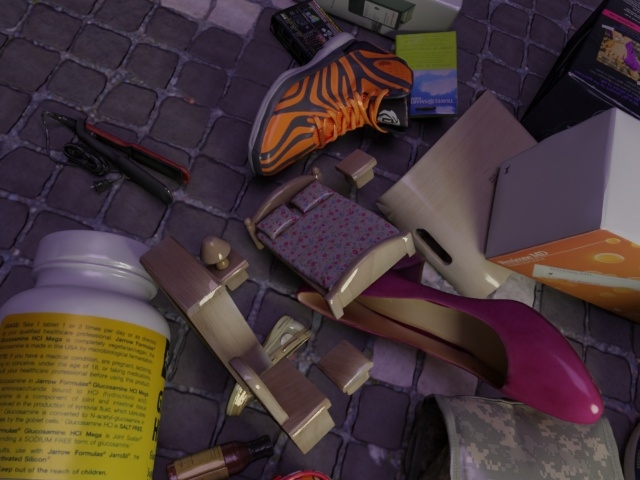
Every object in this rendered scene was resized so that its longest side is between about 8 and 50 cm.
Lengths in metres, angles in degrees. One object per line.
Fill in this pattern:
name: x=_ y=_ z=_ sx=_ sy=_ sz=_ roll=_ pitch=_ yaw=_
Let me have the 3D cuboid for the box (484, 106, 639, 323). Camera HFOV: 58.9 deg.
box: x=0.447 y=-0.010 z=0.803 sx=0.345 sy=0.215 sz=0.168 roll=21 pitch=71 yaw=-17

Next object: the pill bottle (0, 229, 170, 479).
pill bottle: x=-0.266 y=0.168 z=0.614 sx=0.187 sy=0.188 sz=0.334 roll=7 pitch=66 yaw=-11

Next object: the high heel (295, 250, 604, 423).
high heel: x=0.139 y=0.128 z=0.703 sx=0.181 sy=0.127 sz=0.377 roll=-24 pitch=36 yaw=-29

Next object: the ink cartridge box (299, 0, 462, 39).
ink cartridge box: x=0.121 y=-0.500 z=1.037 sx=0.289 sy=0.121 sz=0.211 roll=20 pitch=64 yaw=-5

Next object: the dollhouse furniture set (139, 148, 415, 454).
dollhouse furniture set: x=0.000 y=0.000 z=0.673 sx=0.355 sy=0.174 sz=0.303 roll=-40 pitch=47 yaw=-16

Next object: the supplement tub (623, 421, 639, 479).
supplement tub: x=0.570 y=0.296 z=0.680 sx=0.235 sy=0.325 sz=0.236 roll=5 pitch=65 yaw=-11

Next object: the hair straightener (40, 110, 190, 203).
hair straightener: x=-0.306 y=-0.115 z=0.807 sx=0.230 sy=0.047 sz=0.089 roll=30 pitch=63 yaw=1

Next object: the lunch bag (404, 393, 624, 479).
lunch bag: x=0.229 y=0.331 z=0.673 sx=0.235 sy=0.169 sz=0.287 roll=9 pitch=69 yaw=-9

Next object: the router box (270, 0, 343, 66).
router box: x=-0.016 y=-0.356 z=0.988 sx=0.092 sy=0.038 sz=0.122 roll=-33 pitch=78 yaw=-23

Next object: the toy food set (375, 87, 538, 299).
toy food set: x=0.255 y=-0.080 z=0.916 sx=0.220 sy=0.092 sz=0.306 roll=46 pitch=66 yaw=-4

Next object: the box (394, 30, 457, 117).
box: x=0.181 y=-0.279 z=0.980 sx=0.108 sy=0.042 sz=0.178 roll=0 pitch=65 yaw=11

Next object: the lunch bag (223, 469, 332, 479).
lunch bag: x=-0.078 y=0.388 z=0.600 sx=0.293 sy=0.120 sz=0.258 roll=-25 pitch=74 yaw=-21

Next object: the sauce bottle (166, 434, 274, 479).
sauce bottle: x=-0.120 y=0.269 z=0.687 sx=0.128 sy=0.042 sz=0.042 roll=-11 pitch=70 yaw=-19

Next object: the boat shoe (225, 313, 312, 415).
boat shoe: x=-0.068 y=0.166 z=0.738 sx=0.048 sy=0.056 sz=0.153 roll=31 pitch=56 yaw=7

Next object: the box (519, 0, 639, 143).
box: x=0.495 y=-0.288 z=1.009 sx=0.143 sy=0.165 sz=0.270 roll=35 pitch=64 yaw=3

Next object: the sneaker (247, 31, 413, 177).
sneaker: x=0.037 y=-0.197 z=0.860 sx=0.180 sy=0.125 sz=0.321 roll=26 pitch=62 yaw=21
